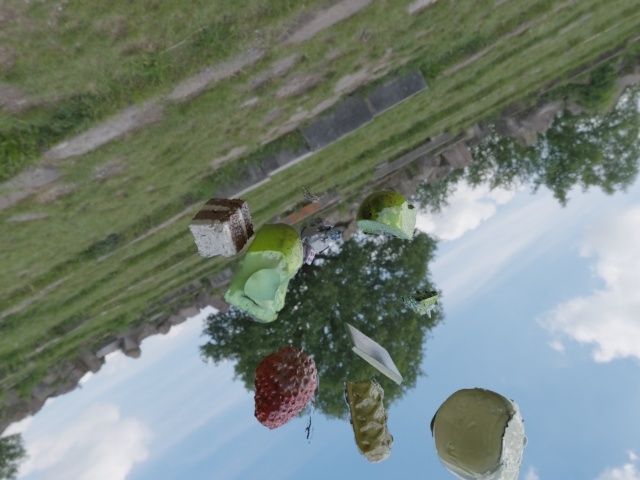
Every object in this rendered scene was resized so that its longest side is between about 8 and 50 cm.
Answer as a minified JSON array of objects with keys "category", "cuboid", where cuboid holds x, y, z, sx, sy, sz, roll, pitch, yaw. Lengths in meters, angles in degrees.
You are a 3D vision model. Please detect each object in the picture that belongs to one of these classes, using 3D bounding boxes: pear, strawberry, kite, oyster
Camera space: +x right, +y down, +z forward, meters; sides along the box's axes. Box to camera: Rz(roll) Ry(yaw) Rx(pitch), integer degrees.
[{"category":"pear","cuboid":[0.239,-0.115,1.745,0.238,0.163,0.255,10,169,31]},{"category":"pear","cuboid":[-0.148,0.080,1.348,0.281,0.176,0.286,-63,-176,9]},{"category":"strawberry","cuboid":[-0.136,0.589,1.776,0.149,0.265,0.336,-38,-160,47]},{"category":"kite","cuboid":[-0.045,0.769,2.102,0.022,0.360,0.204,5,-175,-16]},{"category":"oyster","cuboid":[-0.048,-0.188,1.813,0.034,0.093,0.051,-53,-178,-22]}]

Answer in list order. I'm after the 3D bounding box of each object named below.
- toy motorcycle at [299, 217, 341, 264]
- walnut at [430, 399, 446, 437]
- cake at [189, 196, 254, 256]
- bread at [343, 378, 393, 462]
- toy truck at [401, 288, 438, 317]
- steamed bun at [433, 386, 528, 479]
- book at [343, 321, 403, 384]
[{"category":"toy motorcycle","cuboid":[-0.004,-0.003,1.839,0.204,0.108,0.239,-5,-114,41]},{"category":"walnut","cuboid":[0.594,0.816,2.018,0.245,0.137,0.137,-38,-169,-29]},{"category":"cake","cuboid":[-0.288,-0.038,1.279,0.135,0.134,0.147,3,-149,22]},{"category":"bread","cuboid":[0.161,0.599,1.474,0.130,0.267,0.152,-4,160,-19]},{"category":"toy truck","cuboid":[0.546,0.347,2.399,0.128,0.135,0.259,-18,-177,-13]},{"category":"steamed bun","cuboid":[0.593,0.735,1.637,0.312,0.233,0.333,5,-123,52]},{"category":"book","cuboid":[0.181,0.395,1.584,0.025,0.215,0.282,-54,-176,4]}]
